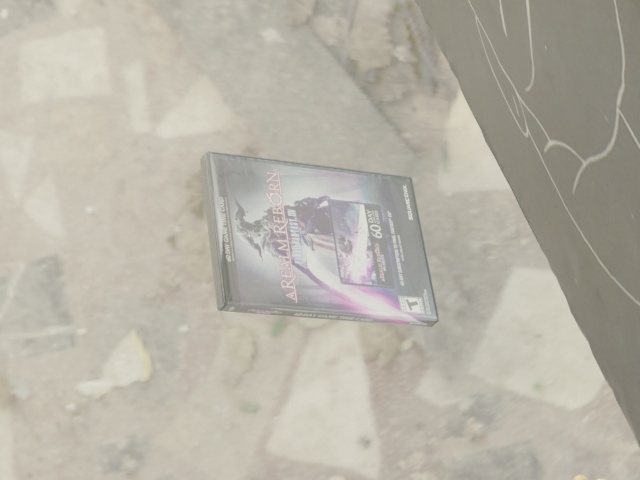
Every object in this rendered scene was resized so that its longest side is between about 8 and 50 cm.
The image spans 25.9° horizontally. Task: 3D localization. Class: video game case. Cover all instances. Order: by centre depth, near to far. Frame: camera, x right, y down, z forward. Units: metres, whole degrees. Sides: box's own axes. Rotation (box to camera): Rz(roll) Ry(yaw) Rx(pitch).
[{"bbox_3d":[0.000,0.000,1.607,0.026,0.274,0.196,-45,46,50],"label":"video game case"}]

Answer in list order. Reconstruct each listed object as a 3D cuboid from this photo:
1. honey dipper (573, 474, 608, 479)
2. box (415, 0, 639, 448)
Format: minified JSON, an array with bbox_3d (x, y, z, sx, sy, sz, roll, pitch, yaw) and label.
[{"bbox_3d":[0.319,0.287,1.623,0.030,0.161,0.030,-7,72,22],"label":"honey dipper"},{"bbox_3d":[0.195,-0.187,0.423,0.297,0.480,0.471,-15,52,-4],"label":"box"}]
